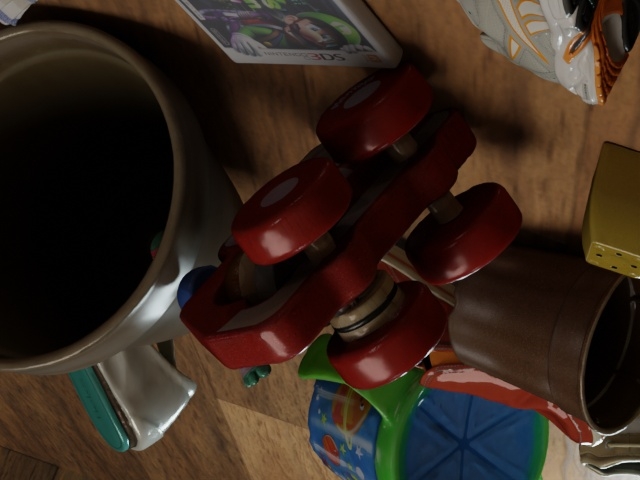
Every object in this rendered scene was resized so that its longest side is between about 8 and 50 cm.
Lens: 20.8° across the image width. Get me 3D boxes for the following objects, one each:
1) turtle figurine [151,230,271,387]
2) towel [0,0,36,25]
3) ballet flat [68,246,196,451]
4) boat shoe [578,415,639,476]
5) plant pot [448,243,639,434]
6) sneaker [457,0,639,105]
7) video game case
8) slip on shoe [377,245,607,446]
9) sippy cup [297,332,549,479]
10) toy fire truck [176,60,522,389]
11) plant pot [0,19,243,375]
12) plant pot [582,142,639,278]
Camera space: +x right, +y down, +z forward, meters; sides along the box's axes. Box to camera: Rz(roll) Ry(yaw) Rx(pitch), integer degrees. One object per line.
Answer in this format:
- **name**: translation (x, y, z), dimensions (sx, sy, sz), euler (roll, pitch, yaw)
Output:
- **turtle figurine**: translation (-0.129, 0.056, 2.003), dimensions (0.234, 0.118, 0.175), euler (40, 115, -22)
- **towel**: translation (-0.296, -0.275, 1.429), dimensions (0.209, 0.034, 0.285), euler (31, 156, -19)
- **ballet flat**: translation (-0.260, 0.038, 1.884), dimensions (0.139, 0.139, 0.400), euler (-8, 115, 54)
- **boat shoe**: translation (0.431, 0.240, 1.901), dimensions (0.302, 0.103, 0.113), euler (13, 159, 23)
- **plant pot**: translation (0.220, 0.081, 1.644), dimensions (0.165, 0.167, 0.167), euler (16, 160, 36)
- **sneaker**: translation (0.133, -0.179, 1.148), dimensions (0.121, 0.099, 0.262), euler (18, 159, 22)
- **video game case**: translation (-0.050, -0.197, 1.390), dimensions (0.173, 0.022, 0.190), euler (6, 155, 37)
- **slip on shoe**: translation (0.145, 0.118, 1.791), dimensions (0.331, 0.101, 0.123), euler (33, 164, 8)
- **sippy cup**: translation (0.109, 0.219, 2.041), dimensions (0.224, 0.240, 0.305), euler (12, 122, 55)
- **toy fire truck**: translation (0.000, 0.000, 1.462), dimensions (0.169, 0.302, 0.254), euler (52, 146, -17)
- **plant pot**: translation (-0.212, -0.016, 1.672), dimensions (0.323, 0.323, 0.280), euler (12, 174, 25)
- **plant pot**: translation (0.256, -0.018, 1.447), dimensions (0.081, 0.083, 0.081), euler (19, 161, 9)
